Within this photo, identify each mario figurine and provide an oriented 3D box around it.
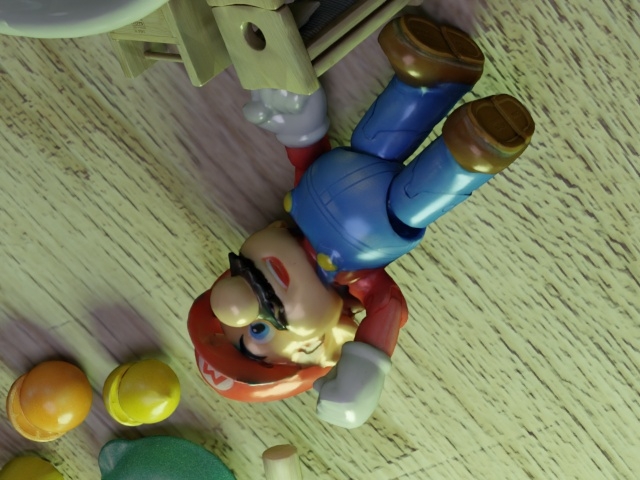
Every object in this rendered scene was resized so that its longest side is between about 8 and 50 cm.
[{"bbox_3d":[0.000,0.000,1.268,0.170,0.198,0.320,25,122,-20],"label":"mario figurine"}]

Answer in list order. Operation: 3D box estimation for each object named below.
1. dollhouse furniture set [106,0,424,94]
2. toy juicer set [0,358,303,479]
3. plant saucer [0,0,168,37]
[{"bbox_3d":[-0.053,-0.191,1.209,0.183,0.129,0.129,10,131,44],"label":"dollhouse furniture set"},{"bbox_3d":[-0.118,0.196,1.496,0.329,0.089,0.209,16,113,12],"label":"toy juicer set"},{"bbox_3d":[-0.218,-0.304,1.069,0.400,0.100,0.400,17,142,14],"label":"plant saucer"}]
